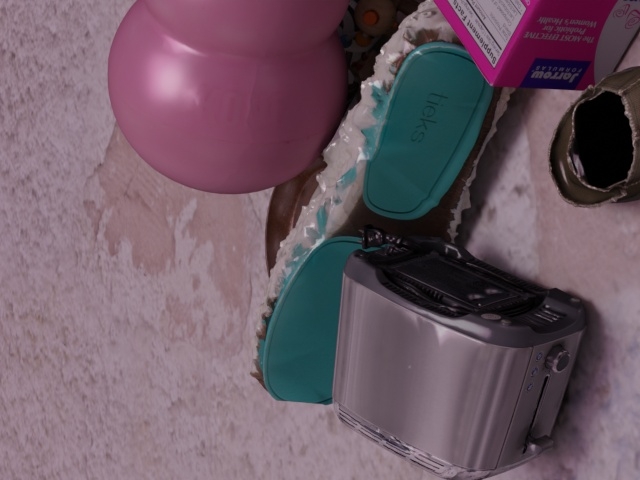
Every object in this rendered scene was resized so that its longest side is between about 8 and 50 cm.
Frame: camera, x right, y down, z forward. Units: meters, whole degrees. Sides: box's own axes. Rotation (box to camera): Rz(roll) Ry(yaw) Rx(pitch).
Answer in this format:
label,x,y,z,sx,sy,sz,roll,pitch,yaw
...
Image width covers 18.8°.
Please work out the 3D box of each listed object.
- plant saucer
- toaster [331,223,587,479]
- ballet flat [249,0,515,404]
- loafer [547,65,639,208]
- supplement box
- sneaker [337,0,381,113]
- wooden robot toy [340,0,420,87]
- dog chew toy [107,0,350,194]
label,x,y,z,sx,sy,sz,roll,pitch,yaw
plant saucer,0.000,0.000,1.815,0.168,0.029,0.168,2,92,58
toaster,0.096,0.091,1.534,0.227,0.129,0.146,24,115,37
ballet flat,0.059,-0.037,1.654,0.147,0.147,0.409,59,134,41
loafer,0.206,-0.078,1.369,0.251,0.087,0.094,133,121,-72
supplement box,0.189,-0.227,1.425,0.114,0.111,0.220,62,140,36
sneaker,-0.050,-0.198,1.830,0.281,0.106,0.162,48,132,47
wooden robot toy,0.064,-0.195,1.639,0.076,0.079,0.173,34,111,9
dog chew toy,-0.064,-0.204,1.602,0.206,0.207,0.332,55,143,44
